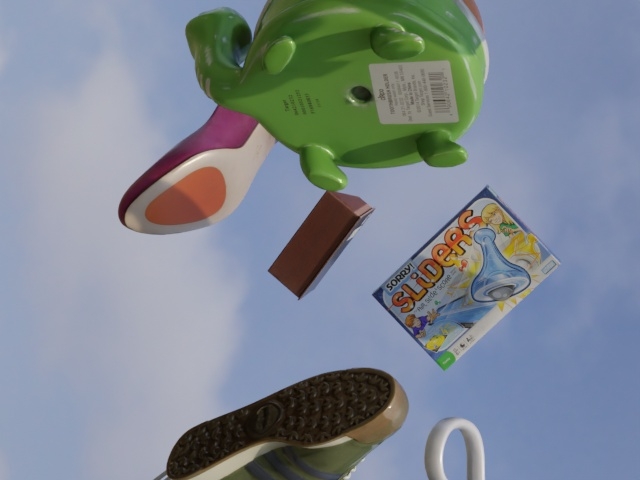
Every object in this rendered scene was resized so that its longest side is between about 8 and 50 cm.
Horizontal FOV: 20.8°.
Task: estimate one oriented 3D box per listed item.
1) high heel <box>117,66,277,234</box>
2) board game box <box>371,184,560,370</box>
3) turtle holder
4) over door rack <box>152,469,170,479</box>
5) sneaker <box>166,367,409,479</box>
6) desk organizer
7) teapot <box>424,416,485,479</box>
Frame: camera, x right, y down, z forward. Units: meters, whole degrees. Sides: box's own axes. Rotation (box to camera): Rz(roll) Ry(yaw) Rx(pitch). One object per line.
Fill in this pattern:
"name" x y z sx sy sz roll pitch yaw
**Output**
"high heel" -0.153 -0.131 2.352 0.181 0.377 0.127 34 -44 36
"board game box" 0.183 0.047 2.196 0.136 0.201 0.035 46 9 0
"turtle holder" 0.030 -0.199 1.914 0.320 0.227 0.243 -25 -54 33
"over door rack" -0.174 0.406 1.888 0.108 0.239 0.324 38 20 -38
"sneaker" -0.008 0.150 1.218 0.086 0.192 0.064 49 33 -33
"desk organizer" 0.000 0.000 1.963 0.050 0.047 0.130 41 -64 8
"teapot" 0.121 0.361 1.927 0.187 0.252 0.256 56 2 -43
